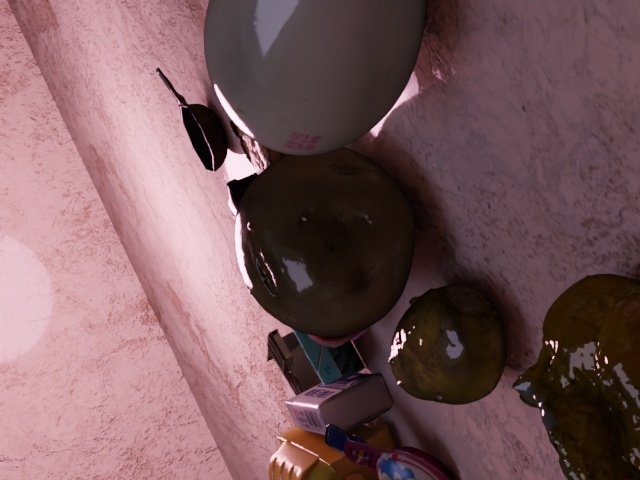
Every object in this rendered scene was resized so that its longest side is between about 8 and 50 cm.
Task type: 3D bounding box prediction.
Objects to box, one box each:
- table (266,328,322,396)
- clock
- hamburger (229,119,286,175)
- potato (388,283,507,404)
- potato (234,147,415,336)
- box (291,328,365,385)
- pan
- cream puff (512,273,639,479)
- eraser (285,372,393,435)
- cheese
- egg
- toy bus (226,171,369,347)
[{"bbox_3d":[-0.043,0.250,2.389,0.146,0.062,0.175,58,163,18],"label":"table"},{"bbox_3d":[0.066,0.467,2.186,0.317,0.200,0.244,60,162,-18],"label":"clock"},{"bbox_3d":[-0.061,-0.156,1.848,0.176,0.087,0.102,64,153,22],"label":"hamburger"},{"bbox_3d":[0.163,0.130,1.550,0.149,0.113,0.251,68,155,14],"label":"potato"},{"bbox_3d":[0.000,0.000,1.645,0.243,0.221,0.326,65,167,-10],"label":"potato"},{"bbox_3d":[-0.014,0.122,2.041,0.229,0.041,0.162,60,-167,9],"label":"box"},{"bbox_3d":[-0.218,-0.224,2.249,0.128,0.048,0.202,18,134,65],"label":"pan"},{"bbox_3d":[0.284,0.166,1.122,0.282,0.185,0.282,51,155,35],"label":"cream puff"},{"bbox_3d":[0.027,0.274,2.117,0.068,0.124,0.210,64,163,-4],"label":"eraser"},{"bbox_3d":[0.115,0.357,1.961,0.244,0.062,0.155,25,147,13],"label":"cheese"},{"bbox_3d":[-0.005,-0.231,1.317,0.230,0.230,0.371,58,158,18],"label":"egg"},{"bbox_3d":[-0.020,0.021,1.899,0.302,0.127,0.147,57,167,17],"label":"toy bus"}]
